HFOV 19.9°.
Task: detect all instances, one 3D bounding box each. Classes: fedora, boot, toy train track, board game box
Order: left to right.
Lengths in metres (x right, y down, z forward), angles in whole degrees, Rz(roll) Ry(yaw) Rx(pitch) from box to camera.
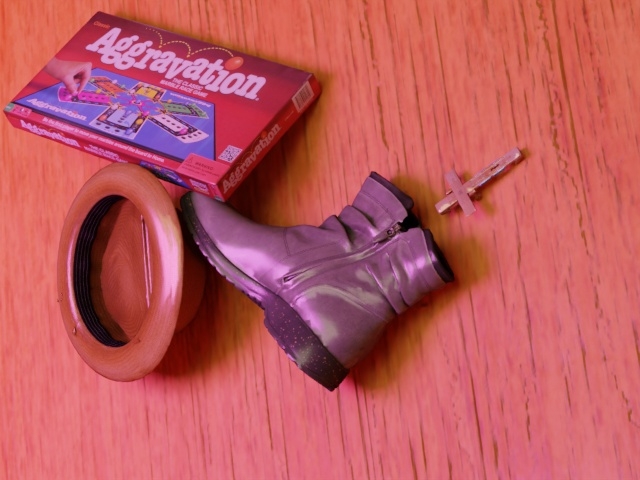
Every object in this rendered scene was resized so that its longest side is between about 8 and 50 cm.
[{"bbox_3d":[-0.158,0.028,1.628,0.194,0.079,0.194,0,91,45],"label":"fedora"},{"bbox_3d":[-0.148,-0.128,1.663,0.281,0.027,0.145,19,58,37],"label":"board game box"},{"bbox_3d":[0.000,0.000,1.548,0.161,0.083,0.246,-44,56,3],"label":"boot"},{"bbox_3d":[0.131,-0.047,1.493,0.083,0.014,0.048,-36,52,16],"label":"toy train track"}]
